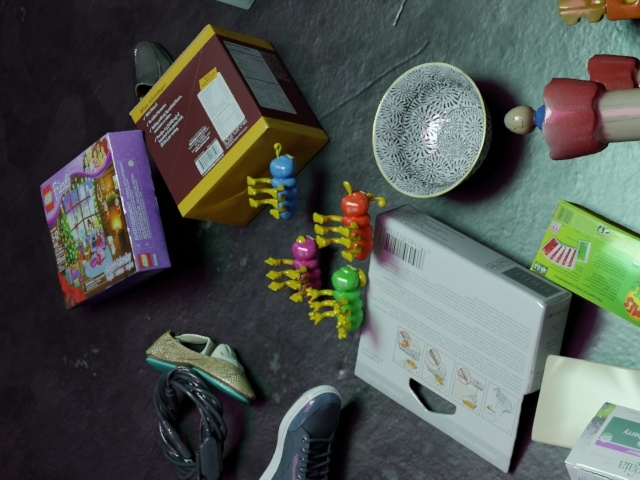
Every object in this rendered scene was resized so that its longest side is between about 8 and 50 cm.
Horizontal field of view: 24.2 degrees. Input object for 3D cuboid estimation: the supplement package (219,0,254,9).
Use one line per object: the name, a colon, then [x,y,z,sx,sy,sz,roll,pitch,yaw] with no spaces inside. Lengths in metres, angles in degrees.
supplement package: [-0.171,-0.493,2.140,0.262,0.145,0.204,47,113,34]

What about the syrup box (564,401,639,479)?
syrup box: [0.343,0.286,1.563,0.093,0.237,0.096,12,48,40]

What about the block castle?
block castle: [0.297,-0.329,1.565,0.213,0.303,0.453,-3,102,23]

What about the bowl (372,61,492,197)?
bowl: [0.156,-0.133,1.868,0.170,0.080,0.170,-6,81,39]

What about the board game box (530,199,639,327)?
board game box: [0.339,0.031,1.721,0.181,0.043,0.092,30,104,38]

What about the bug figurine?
bug figurine: [0.000,0.000,1.929,0.279,0.072,0.216,31,129,55]

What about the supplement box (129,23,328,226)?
supplement box: [-0.130,-0.157,2.074,0.191,0.129,0.194,-44,59,27]

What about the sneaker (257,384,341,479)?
sneaker: [0.000,0.314,1.926,0.163,0.086,0.226,48,124,45]

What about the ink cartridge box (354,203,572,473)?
ink cartridge box: [0.168,0.117,1.843,0.275,0.060,0.238,31,126,38]

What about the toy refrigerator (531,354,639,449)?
toy refrigerator: [0.377,0.200,1.640,0.270,0.094,0.102,7,82,39]

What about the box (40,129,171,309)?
box: [-0.319,-0.024,2.177,0.293,0.057,0.200,-26,75,58]

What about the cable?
cable: [-0.184,0.253,2.096,0.150,0.047,0.184,24,126,52]

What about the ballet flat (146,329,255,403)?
ballet flat: [-0.161,0.170,2.101,0.206,0.073,0.067,18,68,36]

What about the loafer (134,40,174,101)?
loafer: [-0.247,-0.228,2.223,0.062,0.061,0.170,-38,62,31]
